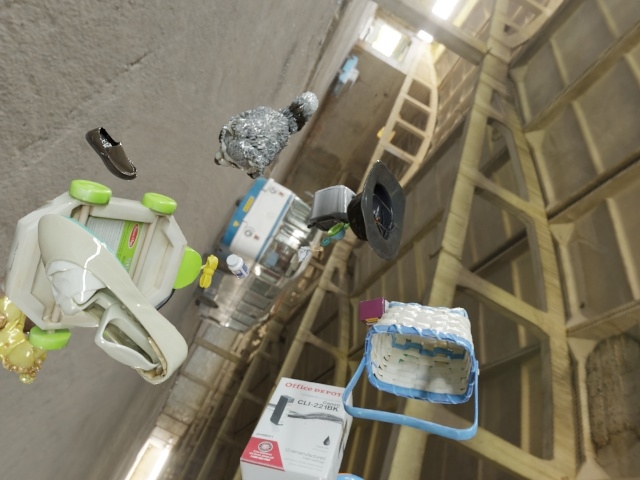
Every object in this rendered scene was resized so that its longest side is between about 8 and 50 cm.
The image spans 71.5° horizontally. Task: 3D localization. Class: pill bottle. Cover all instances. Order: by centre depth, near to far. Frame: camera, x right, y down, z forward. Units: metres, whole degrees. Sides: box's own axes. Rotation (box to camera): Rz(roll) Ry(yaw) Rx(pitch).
[{"bbox_3d":[-0.354,0.110,1.892,0.067,0.067,0.120,-64,155,-24],"label":"pill bottle"}]

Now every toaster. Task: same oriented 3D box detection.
[{"bbox_3d":[0.049,-0.126,1.788,0.227,0.129,0.146,-11,-117,37],"label":"toaster"}]

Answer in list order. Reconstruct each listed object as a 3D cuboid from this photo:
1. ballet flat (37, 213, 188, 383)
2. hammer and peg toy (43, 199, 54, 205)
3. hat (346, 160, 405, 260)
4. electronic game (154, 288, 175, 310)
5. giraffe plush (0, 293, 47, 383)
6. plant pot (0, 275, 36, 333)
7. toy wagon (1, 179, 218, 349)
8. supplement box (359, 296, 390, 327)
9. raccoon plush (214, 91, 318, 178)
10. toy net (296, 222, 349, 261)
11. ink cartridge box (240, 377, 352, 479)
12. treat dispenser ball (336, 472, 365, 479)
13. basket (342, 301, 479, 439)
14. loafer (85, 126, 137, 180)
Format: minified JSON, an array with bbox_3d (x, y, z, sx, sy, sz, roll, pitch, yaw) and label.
[{"bbox_3d":[-0.257,0.078,0.534,0.086,0.248,0.086,-34,-161,13],"label":"ballet flat"},{"bbox_3d":[-0.793,0.039,1.506,0.266,0.361,0.127,-45,171,36],"label":"hammer and peg toy"},{"bbox_3d":[0.170,-0.093,1.496,0.134,0.331,0.331,-7,-137,35],"label":"hat"},{"bbox_3d":[-0.553,0.158,1.433,0.229,0.048,0.229,-42,152,-28],"label":"electronic game"},{"bbox_3d":[-0.772,0.263,1.127,0.181,0.171,0.210,-53,-167,48],"label":"giraffe plush"},{"bbox_3d":[-1.088,0.214,1.481,0.216,0.231,0.215,-4,-96,50],"label":"plant pot"},{"bbox_3d":[-0.333,0.045,0.766,0.345,0.068,0.266,7,107,-55],"label":"toy wagon"},{"bbox_3d":[0.240,0.299,1.732,0.104,0.188,0.080,-16,-126,29],"label":"supplement box"},{"bbox_3d":[-0.168,-0.387,1.443,0.446,0.216,0.299,-52,-165,-9],"label":"raccoon plush"},{"bbox_3d":[0.000,0.000,1.606,0.232,0.045,0.122,-30,-162,21],"label":"toy net"},{"bbox_3d":[-0.045,0.473,1.071,0.273,0.197,0.114,-55,148,-63],"label":"ink cartridge box"},{"bbox_3d":[0.075,0.931,1.472,0.288,0.289,0.288,-60,-174,10],"label":"treat dispenser ball"},{"bbox_3d":[0.208,0.268,0.930,0.289,0.255,0.200,-47,136,-53],"label":"basket"},{"bbox_3d":[-0.738,-0.310,1.585,0.078,0.220,0.080,-28,-158,34],"label":"loafer"}]
